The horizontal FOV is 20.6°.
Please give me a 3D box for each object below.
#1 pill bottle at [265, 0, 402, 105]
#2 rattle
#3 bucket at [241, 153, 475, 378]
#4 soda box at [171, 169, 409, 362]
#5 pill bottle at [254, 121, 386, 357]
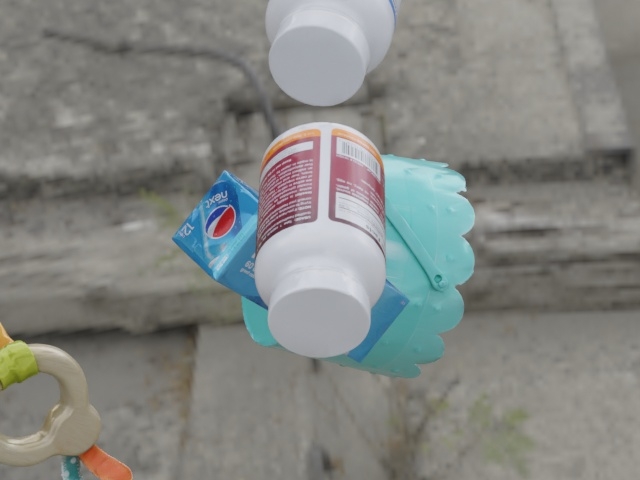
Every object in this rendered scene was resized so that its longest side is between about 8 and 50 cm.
[{"bbox_3d":[0.015,-0.229,1.691,0.124,0.124,0.221,1,39,14],"label":"pill bottle"},{"bbox_3d":[-0.288,0.169,1.753,0.143,0.200,0.130,10,67,45],"label":"rattle"},{"bbox_3d":[0.036,0.019,2.040,0.183,0.281,0.281,12,25,-23],"label":"bucket"},{"bbox_3d":[-0.020,0.025,1.417,0.071,0.210,0.067,-52,49,4],"label":"soda box"},{"bbox_3d":[0.000,0.000,1.148,0.086,0.086,0.152,-4,43,6],"label":"pill bottle"}]
